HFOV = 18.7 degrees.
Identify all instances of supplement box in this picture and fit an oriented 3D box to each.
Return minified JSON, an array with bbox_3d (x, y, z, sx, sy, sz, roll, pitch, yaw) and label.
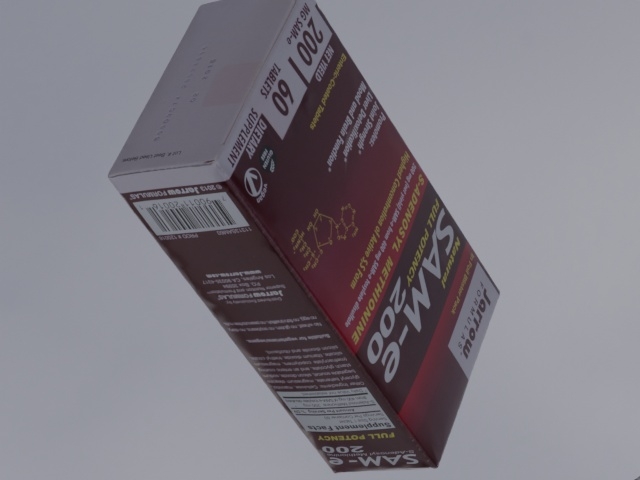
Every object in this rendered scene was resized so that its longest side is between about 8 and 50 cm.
[{"bbox_3d":[0.000,0.000,1.020,0.073,0.130,0.239,-5,-45,34],"label":"supplement box"}]

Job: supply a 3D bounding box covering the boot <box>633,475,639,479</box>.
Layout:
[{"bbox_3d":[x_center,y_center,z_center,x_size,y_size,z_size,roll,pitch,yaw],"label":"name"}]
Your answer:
[{"bbox_3d":[0.088,0.230,0.696,0.246,0.094,0.207,-38,-101,18],"label":"boot"}]
